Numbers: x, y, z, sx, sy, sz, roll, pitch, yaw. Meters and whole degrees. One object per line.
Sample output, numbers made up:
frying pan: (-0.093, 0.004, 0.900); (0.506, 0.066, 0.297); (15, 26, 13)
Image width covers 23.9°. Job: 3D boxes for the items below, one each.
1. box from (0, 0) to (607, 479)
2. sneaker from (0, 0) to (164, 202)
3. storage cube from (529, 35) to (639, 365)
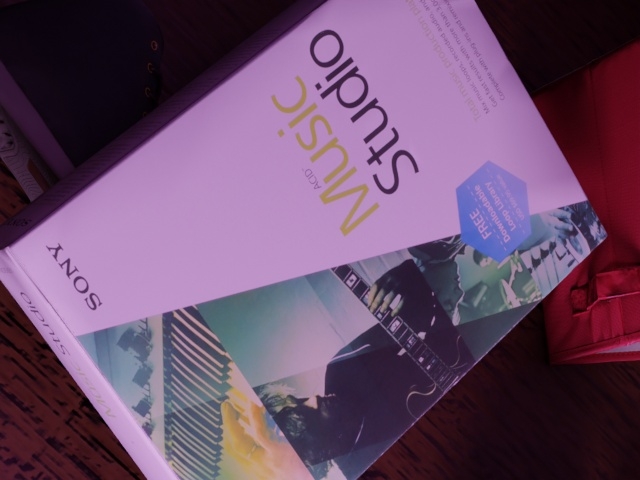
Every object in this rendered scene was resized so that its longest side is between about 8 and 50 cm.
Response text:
box: (0.000, 0.000, 0.865); (0.322, 0.058, 0.232); (-41, 109, -22)
sneaker: (-0.115, -0.056, 0.893); (0.118, 0.083, 0.222); (-36, 93, -26)
storage cube: (0.264, -0.028, 1.010); (0.215, 0.183, 0.193); (0, 77, -25)
